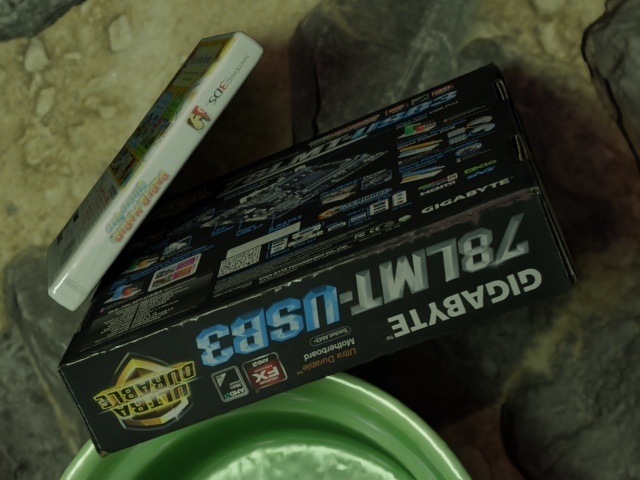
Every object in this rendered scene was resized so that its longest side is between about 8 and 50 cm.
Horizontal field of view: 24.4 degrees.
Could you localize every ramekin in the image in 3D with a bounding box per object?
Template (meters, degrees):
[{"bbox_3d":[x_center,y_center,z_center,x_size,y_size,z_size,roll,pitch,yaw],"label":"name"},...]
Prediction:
[{"bbox_3d":[-0.025,0.236,0.962,0.303,0.148,0.303,-2,77,10],"label":"ramekin"}]

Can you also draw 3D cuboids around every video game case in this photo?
[{"bbox_3d":[-0.122,-0.055,1.033,0.026,0.227,0.206,36,89,-12],"label":"video game case"}]

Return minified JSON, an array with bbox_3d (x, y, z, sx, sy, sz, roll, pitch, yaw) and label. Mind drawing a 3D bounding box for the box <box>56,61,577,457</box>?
[{"bbox_3d":[0.000,0.000,0.950,0.295,0.293,0.073,-21,106,9],"label":"box"}]
